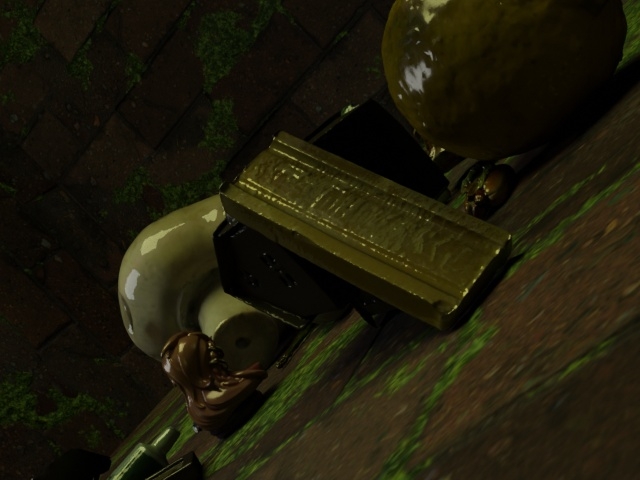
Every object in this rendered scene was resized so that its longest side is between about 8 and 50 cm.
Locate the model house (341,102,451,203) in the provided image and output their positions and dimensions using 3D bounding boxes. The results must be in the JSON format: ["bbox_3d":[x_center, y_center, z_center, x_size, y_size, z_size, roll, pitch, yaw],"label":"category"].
[{"bbox_3d":[0.050,-0.067,1.437,0.189,0.214,0.195,-46,5,-15],"label":"model house"}]

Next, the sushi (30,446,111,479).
[{"bbox_3d":[-0.428,0.452,1.518,0.172,0.153,0.150,-80,11,-48],"label":"sushi"}]

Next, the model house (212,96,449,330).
[{"bbox_3d":[0.000,0.000,1.002,0.211,0.204,0.243,-46,12,-26],"label":"model house"}]

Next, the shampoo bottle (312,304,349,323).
[{"bbox_3d":[-0.006,0.073,1.377,0.092,0.092,0.303,-45,1,-3],"label":"shampoo bottle"}]

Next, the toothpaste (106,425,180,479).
[{"bbox_3d":[-0.342,0.431,1.365,0.392,0.061,0.099,-50,-4,-18],"label":"toothpaste"}]

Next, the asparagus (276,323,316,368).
[{"bbox_3d":[-0.032,0.153,1.415,0.166,0.013,0.016,-46,-14,-56],"label":"asparagus"}]

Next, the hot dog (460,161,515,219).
[{"bbox_3d":[0.183,-0.061,1.031,0.056,0.041,0.133,-43,3,27],"label":"hot dog"}]

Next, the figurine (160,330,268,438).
[{"bbox_3d":[-0.143,0.188,1.240,0.126,0.157,0.114,-40,23,1],"label":"figurine"}]

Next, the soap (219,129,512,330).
[{"bbox_3d":[0.032,-0.014,0.775,0.092,0.252,0.037,-46,-35,-23],"label":"soap"}]

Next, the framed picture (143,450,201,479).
[{"bbox_3d":[-0.226,0.319,1.143,0.168,0.023,0.128,-30,-2,-9],"label":"framed picture"}]

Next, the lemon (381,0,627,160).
[{"bbox_3d":[0.202,-0.222,1.032,0.253,0.253,0.310,-46,7,-29],"label":"lemon"}]

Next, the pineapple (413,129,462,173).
[{"bbox_3d":[0.204,-0.198,1.373,0.161,0.158,0.334,-32,1,-26],"label":"pineapple"}]

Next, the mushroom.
[{"bbox_3d":[-0.182,0.071,1.663,0.353,0.352,0.325,147,129,-80],"label":"mushroom"}]
